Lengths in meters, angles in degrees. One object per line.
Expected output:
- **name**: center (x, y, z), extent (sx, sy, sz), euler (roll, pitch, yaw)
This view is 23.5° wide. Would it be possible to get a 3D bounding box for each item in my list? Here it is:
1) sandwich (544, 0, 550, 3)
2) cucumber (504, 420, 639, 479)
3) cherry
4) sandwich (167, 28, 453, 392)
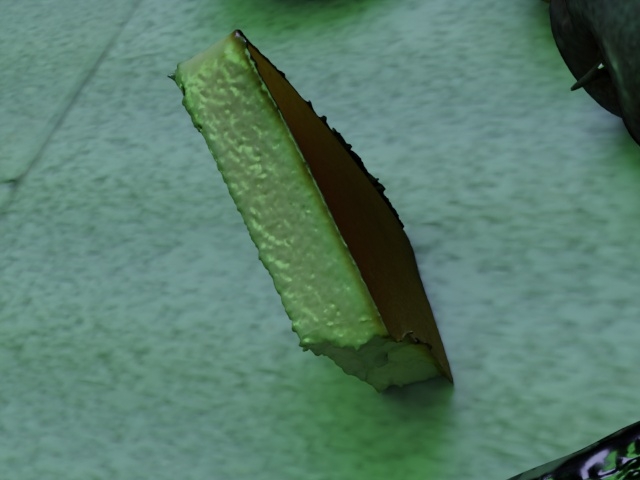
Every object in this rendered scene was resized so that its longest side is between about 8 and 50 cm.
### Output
- **sandwich**: center (0.207, -0.298, 0.936), extent (0.288, 0.099, 0.254), euler (-24, 85, 17)
- **cucumber**: center (0.171, 0.111, 0.696), extent (0.265, 0.077, 0.077), euler (-27, 41, 11)
- **cherry**: center (0.212, -0.122, 0.831), extent (0.176, 0.140, 0.176), euler (-14, 37, 11)
- **sandwich**: center (0.000, 0.000, 0.832), extent (0.058, 0.193, 0.162), euler (-30, 41, 14)
